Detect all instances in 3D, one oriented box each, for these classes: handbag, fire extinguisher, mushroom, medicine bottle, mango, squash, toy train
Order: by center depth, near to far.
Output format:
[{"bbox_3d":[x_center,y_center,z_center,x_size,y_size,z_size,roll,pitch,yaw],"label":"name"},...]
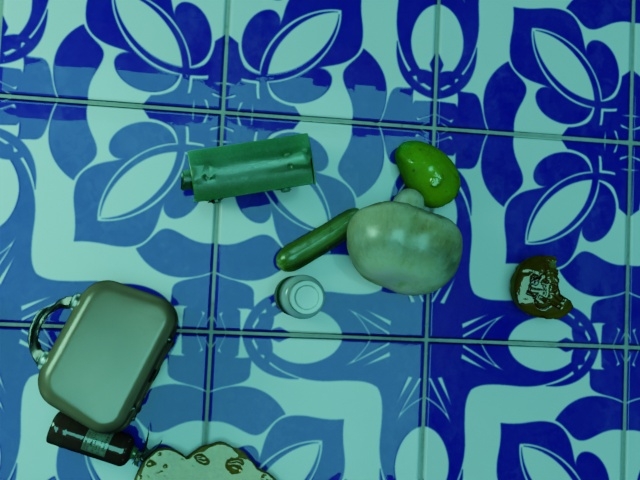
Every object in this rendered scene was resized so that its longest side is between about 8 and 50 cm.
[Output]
[{"bbox_3d":[-0.470,0.224,1.617,0.283,0.149,0.302,26,77,-3],"label":"handbag"},{"bbox_3d":[-0.044,0.118,1.641,0.095,0.260,0.095,1,85,-9],"label":"medicine bottle"},{"bbox_3d":[-0.460,0.423,1.658,0.231,0.071,0.099,17,59,-2],"label":"fire extinguisher"},{"bbox_3d":[-0.156,-0.154,1.671,0.300,0.202,0.120,-10,93,-9],"label":"toy train"},{"bbox_3d":[0.189,-0.010,1.700,0.253,0.260,0.235,-1,59,24],"label":"mushroom"},{"bbox_3d":[0.000,0.000,1.751,0.228,0.066,0.066,-32,92,-9],"label":"squash"},{"bbox_3d":[0.244,-0.157,1.777,0.119,0.100,0.178,-42,85,-5],"label":"mango"}]

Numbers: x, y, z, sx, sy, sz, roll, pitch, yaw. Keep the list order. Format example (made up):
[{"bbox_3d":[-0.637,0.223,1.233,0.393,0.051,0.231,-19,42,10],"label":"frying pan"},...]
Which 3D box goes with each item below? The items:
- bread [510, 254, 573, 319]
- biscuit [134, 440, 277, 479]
[{"bbox_3d":[0.506,0.114,1.804,0.125,0.086,0.156,-18,89,-7],"label":"bread"},{"bbox_3d":[-0.231,0.586,1.693,0.375,0.051,0.269,29,81,-3],"label":"biscuit"}]
